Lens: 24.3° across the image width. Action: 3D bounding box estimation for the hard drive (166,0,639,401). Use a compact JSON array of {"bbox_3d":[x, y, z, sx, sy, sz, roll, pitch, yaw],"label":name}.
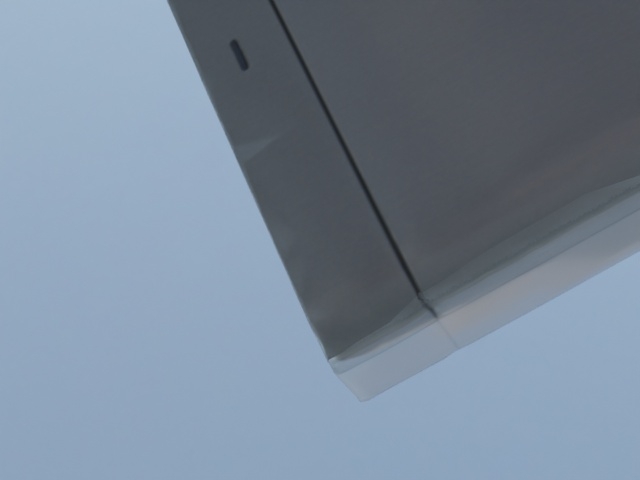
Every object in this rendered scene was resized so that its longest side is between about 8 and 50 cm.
[{"bbox_3d":[0.120,-0.129,0.483,0.353,0.047,0.233,-29,-126,6],"label":"hard drive"}]
